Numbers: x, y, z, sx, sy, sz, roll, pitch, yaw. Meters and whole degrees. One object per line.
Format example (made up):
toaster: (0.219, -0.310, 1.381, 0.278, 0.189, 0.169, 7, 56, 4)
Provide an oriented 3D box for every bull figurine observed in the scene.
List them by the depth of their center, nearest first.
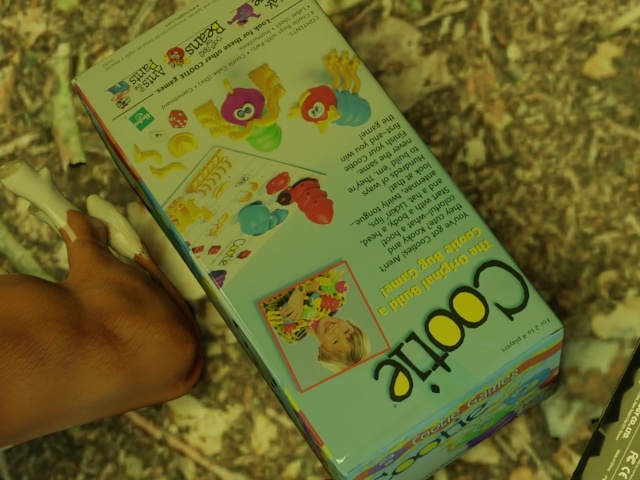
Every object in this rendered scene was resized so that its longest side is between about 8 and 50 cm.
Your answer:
bull figurine: (-0.215, 0.060, 1.040, 0.101, 0.310, 0.188, -44, 66, 44)

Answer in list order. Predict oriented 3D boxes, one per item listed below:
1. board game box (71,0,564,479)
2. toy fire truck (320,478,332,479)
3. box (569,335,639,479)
board game box: (0.000, 0.000, 1.007, 0.144, 0.142, 0.275, -33, 71, -7)
toy fire truck: (0.002, 0.316, 0.986, 0.254, 0.169, 0.302, -36, 70, -7)
box: (0.295, 0.134, 0.926, 0.293, 0.073, 0.295, 27, 93, 22)
